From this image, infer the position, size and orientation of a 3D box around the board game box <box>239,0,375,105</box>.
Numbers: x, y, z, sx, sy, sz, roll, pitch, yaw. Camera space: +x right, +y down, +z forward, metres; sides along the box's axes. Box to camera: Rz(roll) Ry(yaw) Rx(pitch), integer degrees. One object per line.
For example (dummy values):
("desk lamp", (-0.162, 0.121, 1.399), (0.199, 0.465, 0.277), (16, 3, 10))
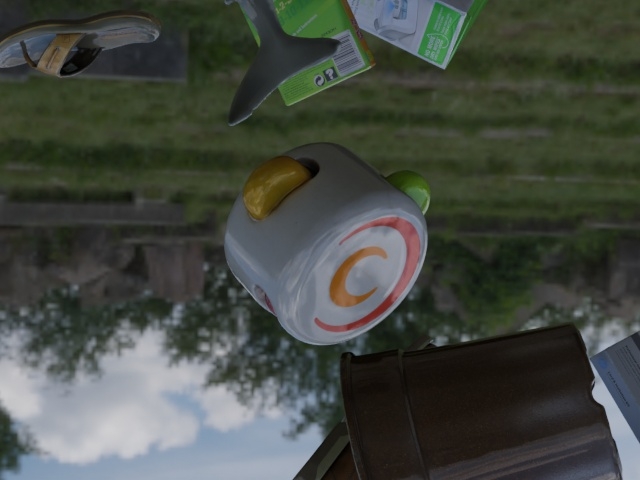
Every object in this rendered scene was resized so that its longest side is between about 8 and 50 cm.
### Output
("board game box", (-0.041, -0.311, 1.470), (0.124, 0.259, 0.039), (-22, -170, 21))

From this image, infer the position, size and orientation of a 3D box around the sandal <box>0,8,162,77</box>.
("sandal", (-0.241, -0.185, 1.151), (0.180, 0.049, 0.072), (-7, 173, 10))

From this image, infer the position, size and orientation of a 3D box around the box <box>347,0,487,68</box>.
("box", (0.144, -0.414, 1.733), (0.231, 0.262, 0.126), (29, 145, 7))

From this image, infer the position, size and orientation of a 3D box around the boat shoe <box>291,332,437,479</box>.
("boat shoe", (0.075, 0.238, 1.427), (0.104, 0.110, 0.307), (39, -129, 7))

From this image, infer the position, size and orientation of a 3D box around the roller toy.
("roller toy", (0.000, 0.000, 1.250), (0.209, 0.191, 0.146), (-7, -143, -39))

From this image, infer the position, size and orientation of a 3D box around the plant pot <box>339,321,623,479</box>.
("plant pot", (0.115, 0.137, 0.823), (0.165, 0.167, 0.167), (-16, -178, 8))

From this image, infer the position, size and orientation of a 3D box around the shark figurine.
("shark figurine", (-0.083, -0.235, 0.846), (0.116, 0.278, 0.166), (-17, -156, -19))

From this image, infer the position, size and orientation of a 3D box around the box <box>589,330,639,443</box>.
("box", (0.437, 0.167, 1.437), (0.186, 0.145, 0.038), (-20, 165, -30))
